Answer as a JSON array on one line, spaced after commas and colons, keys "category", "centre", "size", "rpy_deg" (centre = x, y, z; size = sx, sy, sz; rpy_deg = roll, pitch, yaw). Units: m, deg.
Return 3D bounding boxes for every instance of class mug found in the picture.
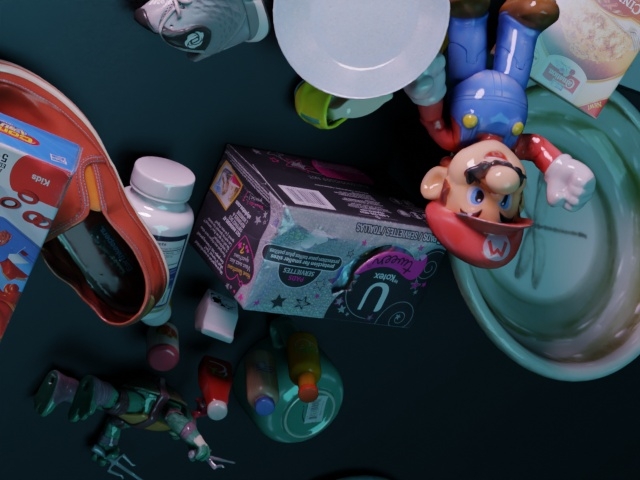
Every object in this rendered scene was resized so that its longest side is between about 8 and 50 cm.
[{"category": "mug", "centre": [-0.042, 0.189, 1.792], "size": [0.129, 0.097, 0.158], "rpy_deg": [-43, 133, 0]}]

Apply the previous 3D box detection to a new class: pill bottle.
[{"category": "pill bottle", "centre": [-0.196, -0.004, 1.567], "size": [0.094, 0.094, 0.169], "rpy_deg": [3, 118, -34]}]

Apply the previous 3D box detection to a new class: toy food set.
[{"category": "toy food set", "centre": [-0.118, 0.143, 1.664], "size": [0.232, 0.104, 0.111], "rpy_deg": [23, 117, -20]}]

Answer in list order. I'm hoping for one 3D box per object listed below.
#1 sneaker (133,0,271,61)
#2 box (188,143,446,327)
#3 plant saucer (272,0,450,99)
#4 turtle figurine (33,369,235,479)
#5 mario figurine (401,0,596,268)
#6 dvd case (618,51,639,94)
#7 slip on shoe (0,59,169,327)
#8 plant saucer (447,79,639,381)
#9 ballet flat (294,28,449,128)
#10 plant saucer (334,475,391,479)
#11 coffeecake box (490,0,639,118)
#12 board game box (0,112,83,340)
[{"category": "sneaker", "centre": [-0.139, -0.274, 1.429], "size": [0.132, 0.086, 0.229], "rpy_deg": [-29, 132, -10]}, {"category": "box", "centre": [0.000, 0.000, 1.646], "size": [0.247, 0.163, 0.142], "rpy_deg": [7, 115, -35]}, {"category": "plant saucer", "centre": [0.046, -0.250, 1.531], "size": [0.195, 0.195, 0.037], "rpy_deg": [-49, 172, 5]}, {"category": "turtle figurine", "centre": [-0.221, 0.220, 1.695], "size": [0.175, 0.118, 0.234], "rpy_deg": [-21, 144, 38]}, {"category": "mario figurine", "centre": [0.202, -0.128, 1.564], "size": [0.170, 0.198, 0.321], "rpy_deg": [18, 75, -65]}, {"category": "dvd case", "centre": [0.437, -0.313, 1.788], "size": [0.180, 0.022, 0.253], "rpy_deg": [12, 106, -37]}, {"category": "slip on shoe", "centre": [-0.268, -0.046, 1.439], "size": [0.123, 0.101, 0.331], "rpy_deg": [-28, 112, 11]}, {"category": "plant saucer", "centre": [0.296, -0.019, 1.796], "size": [0.400, 0.100, 0.401], "rpy_deg": [4, 83, -32]}, {"category": "ballet flat", "centre": [0.079, -0.195, 1.623], "size": [0.231, 0.077, 0.077], "rpy_deg": [-30, 130, -12]}, {"category": "plant saucer", "centre": [0.018, 0.484, 2.046], "size": [0.317, 0.044, 0.318], "rpy_deg": [-16, 128, -22]}, {"category": "coffeecake box", "centre": [0.320, -0.266, 1.696], "size": [0.142, 0.068, 0.186], "rpy_deg": [29, 99, -20]}, {"category": "board game box", "centre": [-0.430, -0.007, 1.342], "size": [0.308, 0.086, 0.302], "rpy_deg": [22, 108, -13]}]
